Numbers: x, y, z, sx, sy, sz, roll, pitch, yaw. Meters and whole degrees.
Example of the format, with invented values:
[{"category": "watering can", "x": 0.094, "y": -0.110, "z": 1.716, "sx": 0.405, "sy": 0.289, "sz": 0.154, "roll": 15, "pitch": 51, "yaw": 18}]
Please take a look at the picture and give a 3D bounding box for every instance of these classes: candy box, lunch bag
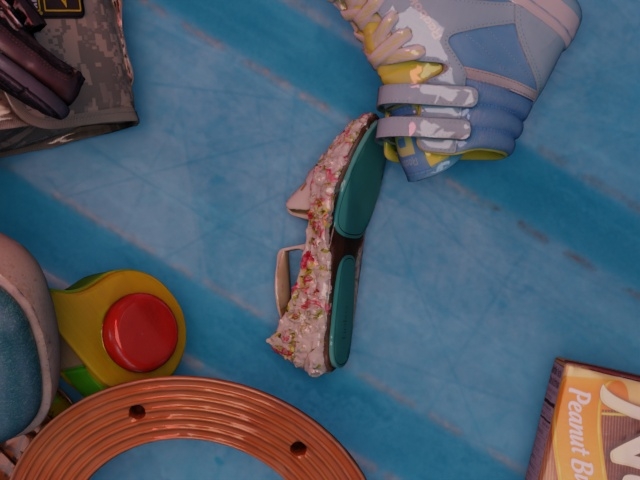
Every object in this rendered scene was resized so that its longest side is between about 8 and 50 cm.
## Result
[{"category": "candy box", "x": 0.264, "y": 0.277, "z": 1.440, "sx": 0.183, "sy": 0.087, "sz": 0.316, "roll": 14, "pitch": 89, "yaw": 0}, {"category": "lunch bag", "x": -0.310, "y": -0.188, "z": 1.406, "sx": 0.287, "sy": 0.169, "sz": 0.235, "roll": -13, "pitch": 86, "yaw": -8}]

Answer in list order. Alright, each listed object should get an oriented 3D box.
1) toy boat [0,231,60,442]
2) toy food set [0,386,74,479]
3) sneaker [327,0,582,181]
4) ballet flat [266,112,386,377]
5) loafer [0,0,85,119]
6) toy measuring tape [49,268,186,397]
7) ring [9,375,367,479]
[{"category": "toy boat", "x": -0.369, "y": 0.074, "z": 1.332, "sx": 0.318, "sy": 0.267, "sz": 0.148, "roll": 19, "pitch": 51, "yaw": 10}, {"category": "toy food set", "x": -0.278, "y": 0.180, "z": 1.465, "sx": 0.132, "sy": 0.038, "sz": 0.192, "roll": 38, "pitch": 90, "yaw": 0}, {"category": "sneaker", "x": 0.061, "y": -0.170, "z": 1.377, "sx": 0.319, "sy": 0.127, "sz": 0.208, "roll": 24, "pitch": 81, "yaw": -18}, {"category": "ballet flat", "x": 0.000, "y": 0.000, "z": 1.448, "sx": 0.077, "sy": 0.091, "sz": 0.241, "roll": 9, "pitch": 86, "yaw": 25}, {"category": "loafer", "x": -0.300, "y": -0.214, "z": 1.275, "sx": 0.302, "sy": 0.109, "sz": 0.095, "roll": 35, "pitch": 81, "yaw": 4}, {"category": "toy measuring tape", "x": -0.213, "y": 0.034, "z": 1.407, "sx": 0.121, "sy": 0.121, "sz": 0.330, "roll": -37, "pitch": 107, "yaw": 0}, {"category": "ring", "x": -0.111, "y": 0.263, "z": 1.418, "sx": 0.337, "sy": 0.032, "sz": 0.336, "roll": 1, "pitch": 112, "yaw": 3}]
